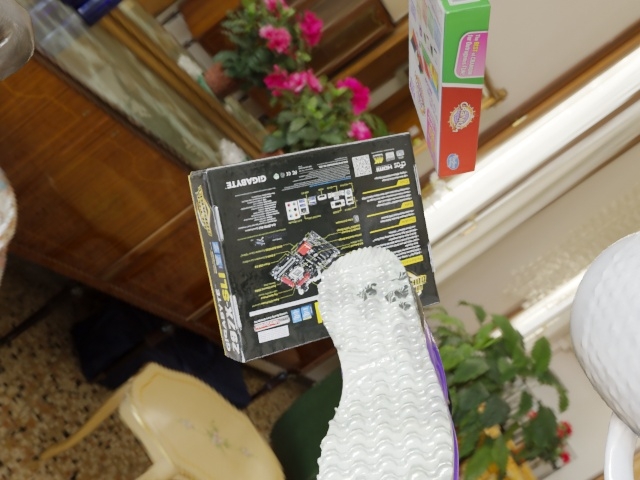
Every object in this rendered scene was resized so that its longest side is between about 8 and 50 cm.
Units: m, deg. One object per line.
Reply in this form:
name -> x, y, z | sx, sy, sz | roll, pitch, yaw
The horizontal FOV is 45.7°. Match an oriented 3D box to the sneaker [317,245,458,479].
sneaker -> 0.069, 0.151, 0.628 | 0.293, 0.102, 0.146 | -90, 158, -45

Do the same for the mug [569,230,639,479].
mug -> 0.410, 0.157, 0.754 | 0.276, 0.374, 0.328 | 17, 4, -30

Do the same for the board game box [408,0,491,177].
board game box -> 0.193, -0.296, 1.200 | 0.316, 0.064, 0.242 | 82, -1, -51

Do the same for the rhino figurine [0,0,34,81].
rhino figurine -> -0.324, -0.194, 0.588 | 0.073, 0.106, 0.243 | 45, 1, 33

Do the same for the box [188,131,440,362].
box -> 0.000, 0.000, 1.059 | 0.079, 0.322, 0.257 | 4, -73, 63
